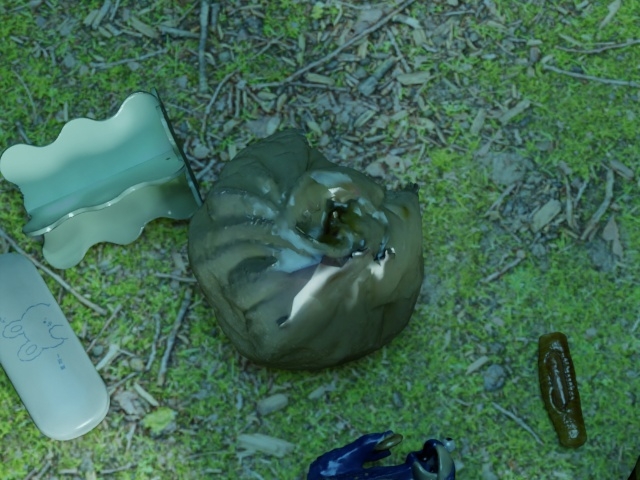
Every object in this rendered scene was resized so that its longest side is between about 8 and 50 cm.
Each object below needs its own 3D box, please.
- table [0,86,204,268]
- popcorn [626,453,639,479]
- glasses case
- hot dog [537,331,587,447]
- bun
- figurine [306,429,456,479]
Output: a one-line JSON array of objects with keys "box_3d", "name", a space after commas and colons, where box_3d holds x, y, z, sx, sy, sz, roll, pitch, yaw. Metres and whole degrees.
[{"box_3d": [-0.251, -0.067, 1.823, 0.198, 0.166, 0.166, -23, 69, -2], "name": "table"}, {"box_3d": [0.448, 0.306, 1.597, 0.312, 0.312, 0.312, 0, 67, 0], "name": "popcorn"}, {"box_3d": [-0.320, 0.117, 1.789, 0.092, 0.059, 0.233, -29, 69, -10], "name": "glasses case"}, {"box_3d": [0.269, 0.167, 1.792, 0.044, 0.028, 0.137, -8, 69, 4], "name": "hot dog"}, {"box_3d": [-0.009, 0.012, 1.738, 0.281, 0.205, 0.282, 1, 80, -8], "name": "bun"}, {"box_3d": [0.045, 0.293, 1.697, 0.262, 0.121, 0.164, -20, 30, -17], "name": "figurine"}]
